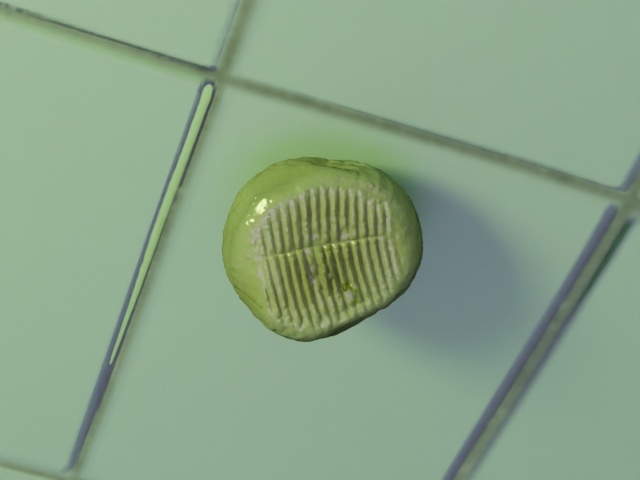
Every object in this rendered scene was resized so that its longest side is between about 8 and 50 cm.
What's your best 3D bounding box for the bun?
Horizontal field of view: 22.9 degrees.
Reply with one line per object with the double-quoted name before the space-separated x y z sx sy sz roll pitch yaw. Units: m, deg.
"bun" 0.000 0.000 0.910 0.115 0.069 0.115 -3 113 -8
